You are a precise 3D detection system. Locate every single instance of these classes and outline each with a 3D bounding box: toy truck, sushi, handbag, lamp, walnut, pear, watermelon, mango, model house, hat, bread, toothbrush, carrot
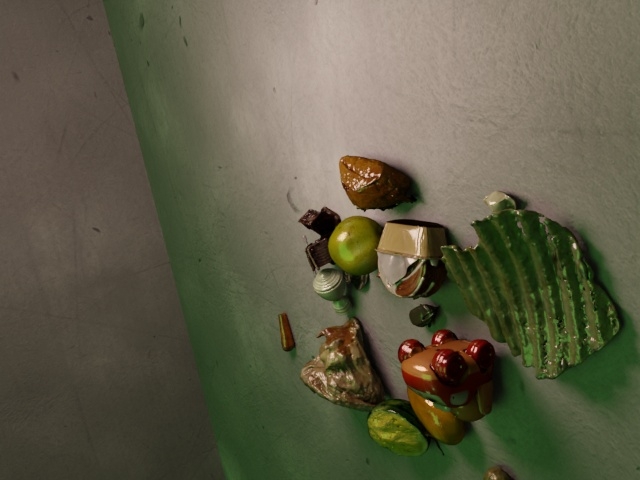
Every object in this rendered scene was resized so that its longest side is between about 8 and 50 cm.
[{"bbox_3d":[0.339,0.370,1.553,0.189,0.264,0.239,7,102,57],"label":"toy truck"},{"bbox_3d":[0.136,-0.152,1.683,0.287,0.140,0.149,20,87,51],"label":"sushi"},{"bbox_3d":[0.299,0.215,1.712,0.111,0.047,0.072,-43,66,56],"label":"handbag"},{"bbox_3d":[0.046,0.170,1.995,0.106,0.106,0.193,26,155,48],"label":"lamp"},{"bbox_3d":[0.491,0.675,1.652,0.092,0.092,0.092,33,133,44],"label":"walnut"},{"bbox_3d":[0.132,0.005,1.764,0.216,0.166,0.180,-26,71,28],"label":"pear"},{"bbox_3d":[0.263,0.581,1.893,0.232,0.127,0.204,-21,109,41],"label":"watermelon"},{"bbox_3d":[0.337,0.496,1.759,0.227,0.109,0.147,52,168,26],"label":"mango"},{"bbox_3d":[-0.007,-0.004,1.951,0.141,0.164,0.203,-15,93,53],"label":"model house"},{"bbox_3d":[0.105,0.108,1.947,0.121,0.050,0.121,30,129,47],"label":"hat"},{"bbox_3d":[0.253,0.052,1.621,0.224,0.142,0.212,11,102,55],"label":"bread"},{"bbox_3d":[-0.039,0.061,2.178,0.014,0.011,0.167,-4,103,63],"label":"toothbrush"},{"bbox_3d":[-0.144,0.382,2.487,0.055,0.055,0.162,1,101,57],"label":"carrot"}]

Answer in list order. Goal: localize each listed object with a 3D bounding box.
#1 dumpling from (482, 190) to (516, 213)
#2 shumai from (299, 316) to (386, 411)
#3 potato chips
[{"bbox_3d":[0.417,-0.085,1.377,0.076,0.057,0.052,-30,42,35],"label":"dumpling"},{"bbox_3d":[0.108,0.407,2.018,0.314,0.267,0.263,26,102,24],"label":"shumai"},{"bbox_3d":[0.454,0.125,1.363,0.389,0.097,0.373,56,146,10],"label":"potato chips"}]
